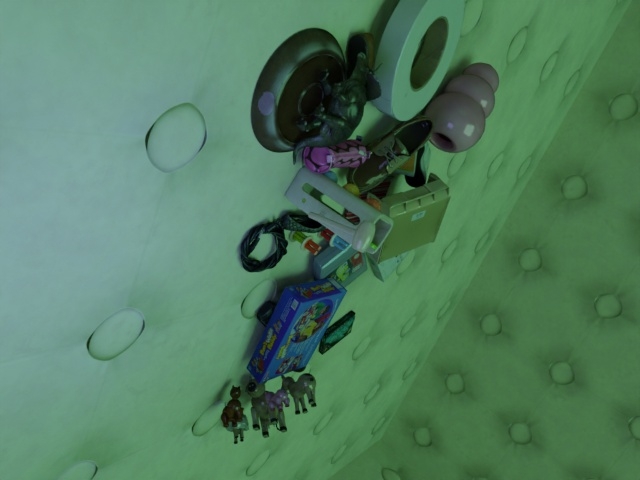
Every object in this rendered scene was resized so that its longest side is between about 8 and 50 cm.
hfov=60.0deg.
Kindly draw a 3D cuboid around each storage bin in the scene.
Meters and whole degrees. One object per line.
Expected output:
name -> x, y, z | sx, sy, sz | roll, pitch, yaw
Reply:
storage bin -> 0.280, -0.079, 1.870 | 0.262, 0.123, 0.261 | -19, 141, -25

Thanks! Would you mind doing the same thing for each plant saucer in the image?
plant saucer -> -0.035, -0.342, 1.321 | 0.310, 0.050, 0.311 | -37, 147, -28

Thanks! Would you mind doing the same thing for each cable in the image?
cable -> -0.156, 0.029, 1.542 | 0.150, 0.047, 0.185 | -38, 149, -28

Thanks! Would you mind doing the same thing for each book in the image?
book -> 0.267, -0.278, 1.812 | 0.144, 0.096, 0.035 | 86, 19, -52

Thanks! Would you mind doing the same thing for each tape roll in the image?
tape roll -> 0.272, -0.521, 1.528 | 0.392, 0.072, 0.392 | -46, 154, -30

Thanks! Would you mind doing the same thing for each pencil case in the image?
pencil case -> 0.047, -0.231, 1.501 | 0.209, 0.098, 0.095 | -22, 126, -54

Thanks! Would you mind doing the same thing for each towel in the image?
towel -> 0.136, -0.078, 1.898 | 0.198, 0.031, 0.275 | -16, 132, -47

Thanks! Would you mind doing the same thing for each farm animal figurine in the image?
farm animal figurine -> -0.180, 0.552, 1.921 | 0.329, 0.172, 0.327 | -8, 143, -8

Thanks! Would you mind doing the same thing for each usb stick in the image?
usb stick -> -0.141, 0.277, 1.843 | 0.077, 0.045, 0.278 | -42, 151, -9

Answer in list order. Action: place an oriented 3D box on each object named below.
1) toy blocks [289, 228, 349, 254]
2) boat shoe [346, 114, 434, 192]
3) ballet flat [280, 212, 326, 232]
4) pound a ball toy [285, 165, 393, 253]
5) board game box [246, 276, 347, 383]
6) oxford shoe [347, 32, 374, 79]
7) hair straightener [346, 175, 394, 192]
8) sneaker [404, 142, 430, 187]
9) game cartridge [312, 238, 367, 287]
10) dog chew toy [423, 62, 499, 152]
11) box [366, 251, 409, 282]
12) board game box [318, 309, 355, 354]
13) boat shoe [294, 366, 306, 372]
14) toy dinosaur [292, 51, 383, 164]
toy blocks -> 0.000, 0.000, 1.643 | 0.123, 0.148, 0.054 | -37, 147, -30
boat shoe -> 0.209, -0.268, 1.651 | 0.324, 0.123, 0.116 | -44, -171, -10
ballet flat -> -0.036, -0.053, 1.591 | 0.173, 0.058, 0.049 | -4, 157, -37
pound a ball toy -> 0.056, -0.088, 1.450 | 0.136, 0.319, 0.208 | -57, 152, 5
board game box -> -0.078, 0.293, 1.818 | 0.233, 0.078, 0.347 | -7, 131, -50
oxford shoe -> 0.107, -0.426, 1.425 | 0.076, 0.076, 0.212 | -40, 150, -44
hair straightener -> 0.159, -0.191, 1.764 | 0.230, 0.047, 0.089 | -19, 114, -48
sneaker -> 0.315, -0.317, 1.870 | 0.290, 0.105, 0.123 | 73, 29, -52
game cartridge -> 0.066, 0.092, 1.905 | 0.196, 0.060, 0.294 | -34, 154, -7
dog chew toy -> 0.485, -0.458, 1.857 | 0.332, 0.206, 0.207 | -57, 154, -14
box -> 0.321, -0.004, 2.242 | 0.322, 0.058, 0.232 | -47, 152, -11
board game box -> 0.070, 0.383, 2.308 | 0.186, 0.026, 0.126 | -31, 144, -37
boat shoe -> -0.062, 0.353, 2.029 | 0.095, 0.095, 0.258 | -77, -173, -68
toy dinosaur -> 0.045, -0.297, 1.308 | 0.160, 0.121, 0.314 | 16, 105, -41
